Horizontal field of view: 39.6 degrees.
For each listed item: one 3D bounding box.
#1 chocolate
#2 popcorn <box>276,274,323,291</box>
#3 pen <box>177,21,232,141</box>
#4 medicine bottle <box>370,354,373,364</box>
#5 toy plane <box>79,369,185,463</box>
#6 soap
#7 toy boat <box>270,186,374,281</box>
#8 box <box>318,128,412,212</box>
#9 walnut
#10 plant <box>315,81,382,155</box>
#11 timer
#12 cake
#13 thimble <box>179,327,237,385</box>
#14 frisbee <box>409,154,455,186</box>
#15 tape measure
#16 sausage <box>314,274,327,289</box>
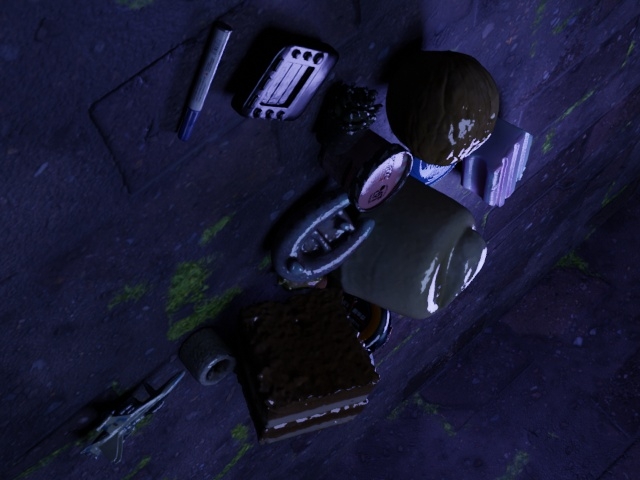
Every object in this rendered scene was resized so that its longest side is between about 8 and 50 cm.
[{"bbox_3d":[0.206,0.034,2.012,0.314,0.297,0.326,-49,163,-25],"label":"chocolate"},{"bbox_3d":[-0.040,0.066,1.961,0.109,0.089,0.097,7,159,-23],"label":"popcorn"},{"bbox_3d":[-0.174,-0.231,1.320,0.025,0.025,0.204,-20,147,-46],"label":"pen"},{"bbox_3d":[0.050,0.312,2.429,0.170,0.170,0.293,-42,156,-8],"label":"medicine bottle"},{"bbox_3d":[-0.394,0.358,1.872,0.262,0.088,0.192,-51,165,-14],"label":"toy plane"},{"bbox_3d":[0.453,-0.198,2.303,0.193,0.109,0.324,-50,160,-13],"label":"soap"},{"bbox_3d":[0.000,0.000,1.832,0.227,0.085,0.155,-35,118,4],"label":"toy boat"},{"bbox_3d":[0.082,-0.152,1.751,0.151,0.135,0.151,-38,155,-22],"label":"box"},{"bbox_3d":[0.234,-0.256,1.726,0.228,0.228,0.228,-37,156,-20],"label":"walnut"},{"bbox_3d":[0.052,-0.225,1.635,0.094,0.092,0.143,-15,151,-39],"label":"plant"},{"bbox_3d":[-0.058,-0.263,1.434,0.144,0.055,0.187,-53,160,22],"label":"timer"},{"bbox_3d":[-0.044,0.284,2.000,0.281,0.256,0.290,-12,155,-14],"label":"cake"},{"bbox_3d":[-0.243,0.254,1.931,0.102,0.090,0.115,-44,155,1],"label":"thimble"},{"bbox_3d":[0.294,-0.201,2.147,0.242,0.045,0.242,-38,157,-19],"label":"frisbee"},{"bbox_3d":[0.073,0.202,2.234,0.223,0.202,0.135,-50,162,-11],"label":"tape measure"},{"bbox_3d":[0.003,0.089,2.147,0.034,0.034,0.083,-28,151,-35],"label":"sausage"}]
